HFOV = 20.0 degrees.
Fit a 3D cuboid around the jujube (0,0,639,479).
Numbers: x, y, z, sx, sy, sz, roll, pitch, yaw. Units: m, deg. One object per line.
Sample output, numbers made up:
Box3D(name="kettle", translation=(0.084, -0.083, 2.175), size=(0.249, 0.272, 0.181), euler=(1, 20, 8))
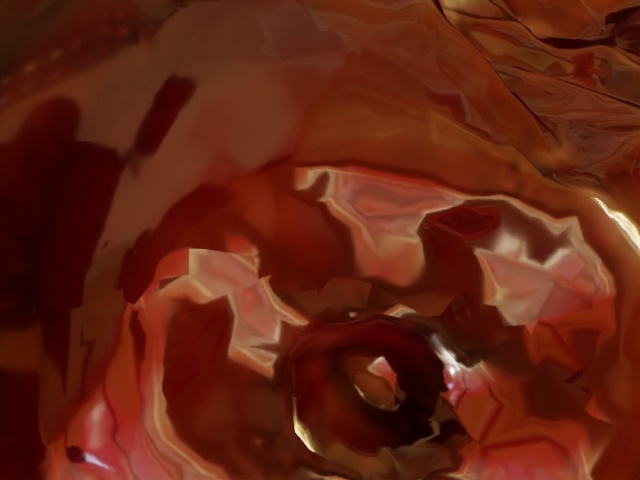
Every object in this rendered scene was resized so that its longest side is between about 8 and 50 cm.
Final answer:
Box3D(name="jujube", translation=(0.001, 0.000, 0.609), size=(0.276, 0.276, 0.377), euler=(-48, 14, 11))
